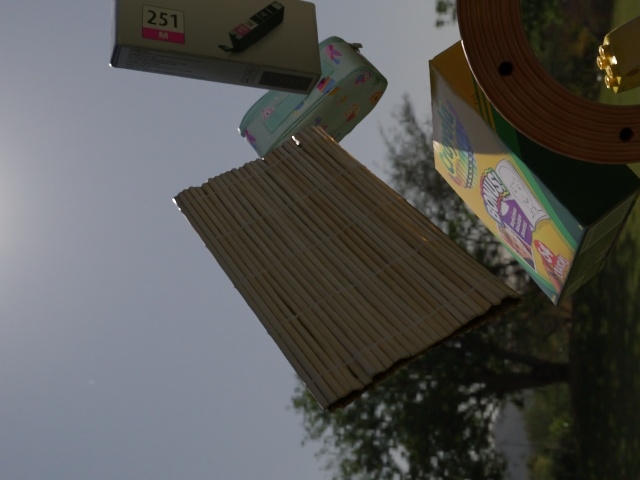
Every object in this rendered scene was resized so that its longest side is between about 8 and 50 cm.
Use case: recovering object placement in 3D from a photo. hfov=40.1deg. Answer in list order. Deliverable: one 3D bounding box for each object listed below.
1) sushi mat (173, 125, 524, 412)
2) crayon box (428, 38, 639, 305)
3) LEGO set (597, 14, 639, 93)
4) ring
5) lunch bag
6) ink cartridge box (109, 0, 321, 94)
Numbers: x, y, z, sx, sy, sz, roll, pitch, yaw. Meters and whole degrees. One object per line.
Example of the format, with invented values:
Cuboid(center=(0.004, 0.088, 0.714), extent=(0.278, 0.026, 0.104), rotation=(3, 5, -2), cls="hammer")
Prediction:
Cuboid(center=(0.000, 0.000, 0.675), extent=(0.316, 0.151, 0.019), rotation=(47, 163, 51), cls="sushi mat")
Cuboid(center=(0.296, -0.095, 1.291), extent=(0.313, 0.106, 0.363), rotation=(51, 174, 21), cls="crayon box")
Cuboid(center=(0.162, -0.073, 0.329), extent=(0.227, 0.093, 0.087), rotation=(57, -163, -67), cls="LEGO set")
Cuboid(center=(0.294, -0.238, 0.827), extent=(0.032, 0.336, 0.337), rotation=(-93, -1, -74), cls="ring")
Cuboid(center=(-0.012, -0.258, 1.658), extent=(0.108, 0.279, 0.224), rotation=(51, -165, 19), cls="lunch bag")
Cuboid(center=(-0.142, -0.325, 1.192), extent=(0.060, 0.275, 0.239), rotation=(130, 140, -57), cls="ink cartridge box")
